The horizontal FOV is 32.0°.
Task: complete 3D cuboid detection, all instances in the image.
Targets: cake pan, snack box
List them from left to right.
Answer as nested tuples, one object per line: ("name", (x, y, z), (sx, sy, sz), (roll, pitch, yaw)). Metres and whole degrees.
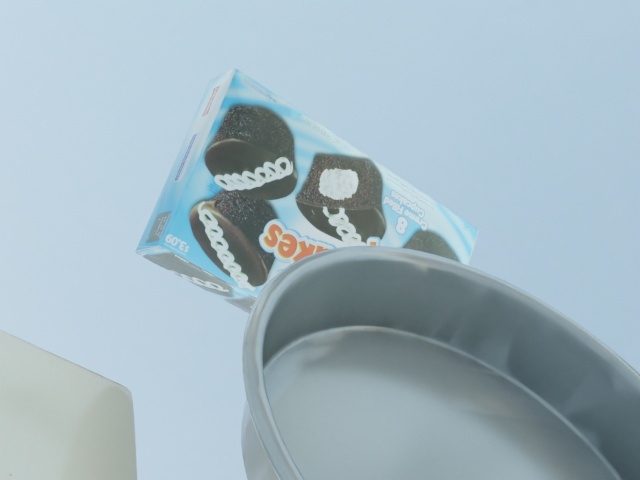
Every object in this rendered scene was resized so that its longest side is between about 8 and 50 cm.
("snack box", (0.000, 0.000, 1.074), (0.060, 0.322, 0.187), (-10, -125, 55))
("cake pan", (0.086, 0.117, 0.572), (0.293, 0.293, 0.054), (48, -55, 29))

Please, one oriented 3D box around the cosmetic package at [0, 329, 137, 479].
("cosmetic package", (-0.214, 0.091, 0.413), (0.113, 0.309, 0.160), (-31, -132, 23))
